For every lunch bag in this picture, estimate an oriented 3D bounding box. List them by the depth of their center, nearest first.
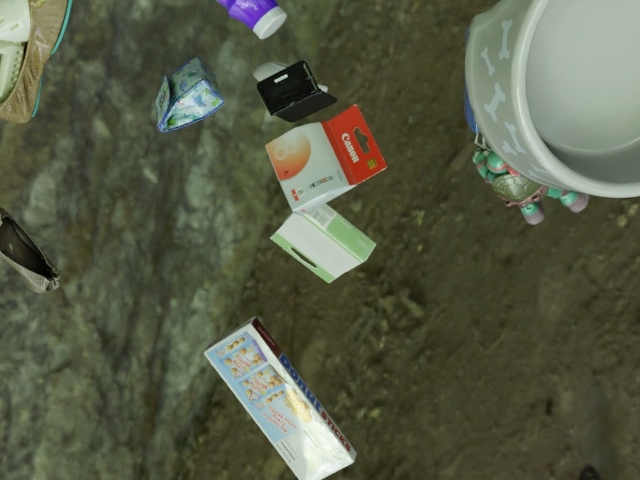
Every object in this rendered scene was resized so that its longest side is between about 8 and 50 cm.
[{"bbox_3d":[-0.301,-0.316,1.842,0.151,0.096,0.128,-35,37,12],"label":"lunch bag"}]

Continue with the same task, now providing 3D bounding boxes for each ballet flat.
[{"bbox_3d":[-0.512,-0.327,1.393,0.116,0.124,0.342,57,134,21],"label":"ballet flat"},{"bbox_3d":[-0.523,0.013,1.447,0.249,0.058,0.084,65,-145,-48],"label":"ballet flat"}]

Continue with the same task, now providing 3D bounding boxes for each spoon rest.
[{"bbox_3d":[-0.072,-0.363,1.984,0.276,0.137,0.084,44,121,58],"label":"spoon rest"}]

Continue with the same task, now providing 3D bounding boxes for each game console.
[{"bbox_3d":[-0.047,-0.297,1.677,0.122,0.107,0.071,-21,12,29],"label":"game console"}]

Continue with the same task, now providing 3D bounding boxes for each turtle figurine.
[{"bbox_3d":[0.302,-0.104,1.248,0.175,0.234,0.118,2,67,42],"label":"turtle figurine"}]

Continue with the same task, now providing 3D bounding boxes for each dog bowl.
[{"bbox_3d":[0.346,-0.207,0.952,0.102,0.349,0.348,-116,44,-66],"label":"dog bowl"}]

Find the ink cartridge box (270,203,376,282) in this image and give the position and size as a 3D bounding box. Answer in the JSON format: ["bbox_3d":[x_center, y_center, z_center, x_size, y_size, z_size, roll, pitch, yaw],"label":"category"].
[{"bbox_3d":[0.000,0.000,1.735,0.056,0.171,0.235,-54,5,-19],"label":"ink cartridge box"}]

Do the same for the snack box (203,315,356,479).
[{"bbox_3d":[-0.040,0.165,0.847,0.064,0.178,0.022,-33,8,20],"label":"snack box"}]

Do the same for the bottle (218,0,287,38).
[{"bbox_3d":[-0.178,-0.492,1.520,0.092,0.283,0.118,-42,0,13],"label":"bottle"}]

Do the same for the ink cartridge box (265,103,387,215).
[{"bbox_3d":[0.007,-0.146,1.463,0.179,0.045,0.145,-30,67,15],"label":"ink cartridge box"}]

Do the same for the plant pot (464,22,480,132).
[{"bbox_3d":[0.382,-0.300,1.460,0.236,0.212,0.235,-33,-51,-40],"label":"plant pot"}]
